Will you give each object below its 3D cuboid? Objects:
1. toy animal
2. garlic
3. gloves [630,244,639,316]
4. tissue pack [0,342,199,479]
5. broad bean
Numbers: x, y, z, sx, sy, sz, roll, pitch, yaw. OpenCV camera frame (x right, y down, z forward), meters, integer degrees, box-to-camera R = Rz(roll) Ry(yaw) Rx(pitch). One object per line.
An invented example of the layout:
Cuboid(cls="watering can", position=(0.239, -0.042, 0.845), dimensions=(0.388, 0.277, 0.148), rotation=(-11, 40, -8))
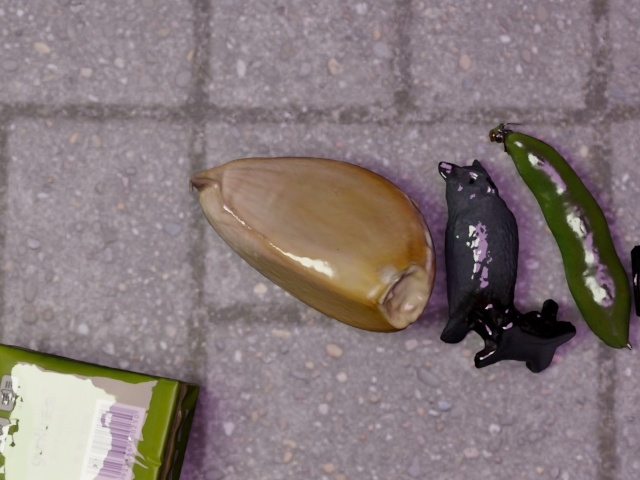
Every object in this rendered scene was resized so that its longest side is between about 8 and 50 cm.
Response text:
Cuboid(cls="toy animal", position=(0.155, 0.027, 1.668), dimensions=(0.117, 0.121, 0.210), rotation=(-37, 61, 40))
Cuboid(cls="garlic", position=(-0.001, -0.004, 1.619), dimensions=(0.245, 0.164, 0.145), rotation=(26, 102, 8))
Cuboid(cls="gloves", position=(0.429, 0.030, 1.646), dimensions=(0.268, 0.107, 0.135), rotation=(-10, 115, -3))
Cuboid(cls="tissue pack", position=(-0.243, 0.246, 1.592), dimensions=(0.200, 0.167, 0.274), rotation=(11, 86, 3))
Cuboid(cls="broad bean", position=(0.248, -0.009, 1.675), dimensions=(0.065, 0.046, 0.254), rotation=(-27, 83, 5))
